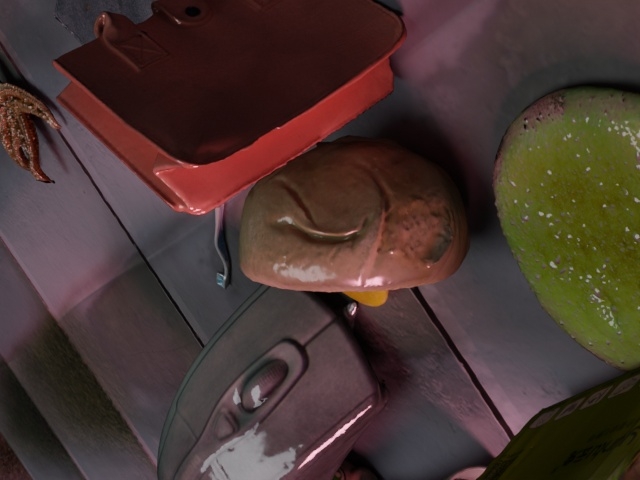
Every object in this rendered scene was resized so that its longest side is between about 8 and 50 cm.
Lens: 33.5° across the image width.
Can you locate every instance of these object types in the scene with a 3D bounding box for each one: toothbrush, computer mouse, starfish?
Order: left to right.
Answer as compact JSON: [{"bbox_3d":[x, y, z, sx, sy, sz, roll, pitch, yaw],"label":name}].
[{"bbox_3d":[-0.411,-0.175,1.371,0.213,0.057,0.238,-9,116,50],"label":"starfish"},{"bbox_3d":[-0.105,-0.002,1.142,0.017,0.014,0.162,23,141,15],"label":"toothbrush"},{"bbox_3d":[-0.071,0.196,1.075,0.188,0.122,0.371,48,122,25],"label":"computer mouse"}]

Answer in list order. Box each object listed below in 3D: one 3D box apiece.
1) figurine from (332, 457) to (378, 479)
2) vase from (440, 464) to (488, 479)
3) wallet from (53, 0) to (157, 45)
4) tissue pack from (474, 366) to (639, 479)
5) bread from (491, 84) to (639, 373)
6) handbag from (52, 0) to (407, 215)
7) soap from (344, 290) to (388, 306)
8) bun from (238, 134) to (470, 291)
[{"bbox_3d":[-0.002,0.286,1.184,0.138,0.125,0.125,37,148,10],"label":"figurine"},{"bbox_3d":[0.107,0.278,1.043,0.096,0.096,0.219,54,154,2],"label":"vase"},{"bbox_3d":[-0.159,-0.263,0.919,0.190,0.046,0.379,48,151,14],"label":"wallet"},{"bbox_3d":[0.226,0.196,0.672,0.200,0.167,0.274,45,157,4],"label":"tissue pack"},{"bbox_3d":[0.199,0.006,0.684,0.228,0.033,0.228,36,146,28],"label":"bread"},{"bbox_3d":[-0.060,-0.123,0.746,0.157,0.212,0.059,41,148,24],"label":"handbag"},{"bbox_3d":[0.000,0.000,0.968,0.168,0.033,0.089,33,141,36],"label":"soap"},{"bbox_3d":[0.024,-0.022,0.801,0.166,0.173,0.113,-78,-15,-86],"label":"bun"}]
